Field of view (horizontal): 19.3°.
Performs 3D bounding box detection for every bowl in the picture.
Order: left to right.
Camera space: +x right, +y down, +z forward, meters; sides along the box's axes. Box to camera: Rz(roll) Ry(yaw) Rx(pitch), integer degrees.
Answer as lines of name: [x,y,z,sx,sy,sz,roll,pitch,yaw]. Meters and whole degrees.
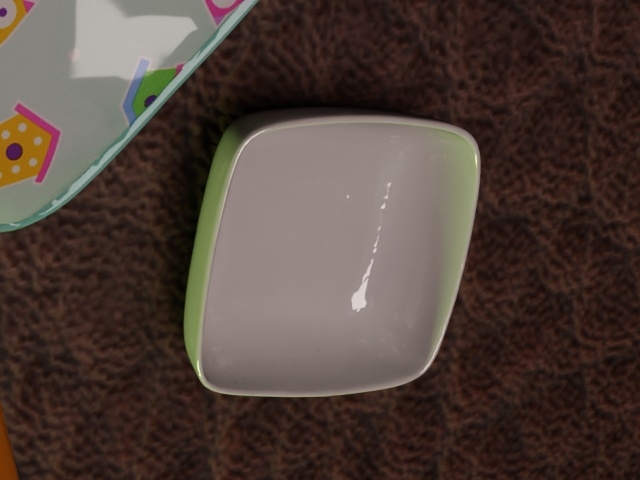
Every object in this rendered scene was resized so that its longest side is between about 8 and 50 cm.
bowl: [0.000,0.000,0.899,0.142,0.053,0.142,0,112,-30]

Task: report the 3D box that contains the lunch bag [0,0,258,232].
lunch bag: [-0.145,-0.152,0.707,0.224,0.108,0.279,-49,127,-3]

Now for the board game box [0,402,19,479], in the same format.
board game box: [-0.318,0.095,0.496,0.356,0.356,0.356,6,135,-32]
